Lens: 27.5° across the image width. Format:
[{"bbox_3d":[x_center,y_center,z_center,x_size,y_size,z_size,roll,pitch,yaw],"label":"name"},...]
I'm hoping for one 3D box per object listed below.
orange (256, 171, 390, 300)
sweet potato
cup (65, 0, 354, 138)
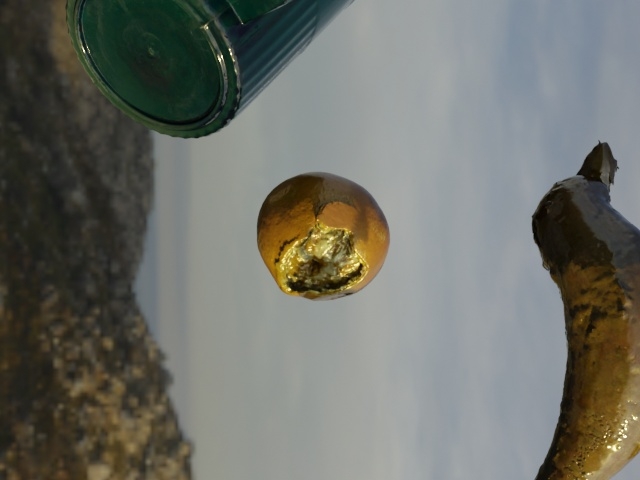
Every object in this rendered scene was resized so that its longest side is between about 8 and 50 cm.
[{"bbox_3d":[0.000,0.000,1.467,0.155,0.154,0.134,97,11,-52],"label":"orange"},{"bbox_3d":[0.219,0.064,1.014,0.124,0.098,0.310,-21,-116,61],"label":"sweet potato"},{"bbox_3d":[-0.088,-0.276,1.448,0.292,0.308,0.242,-51,143,-39],"label":"cup"}]
